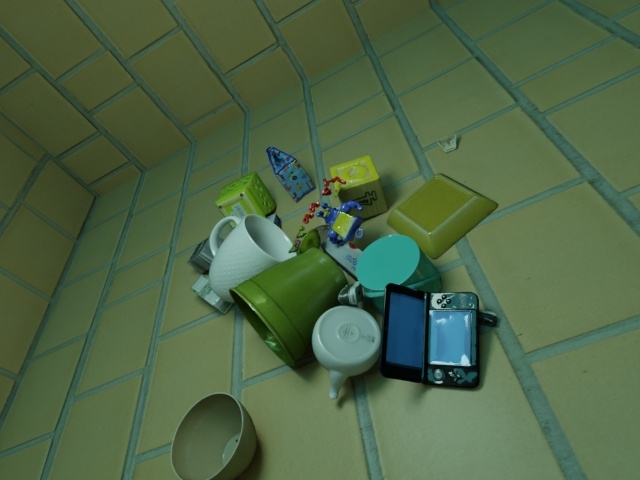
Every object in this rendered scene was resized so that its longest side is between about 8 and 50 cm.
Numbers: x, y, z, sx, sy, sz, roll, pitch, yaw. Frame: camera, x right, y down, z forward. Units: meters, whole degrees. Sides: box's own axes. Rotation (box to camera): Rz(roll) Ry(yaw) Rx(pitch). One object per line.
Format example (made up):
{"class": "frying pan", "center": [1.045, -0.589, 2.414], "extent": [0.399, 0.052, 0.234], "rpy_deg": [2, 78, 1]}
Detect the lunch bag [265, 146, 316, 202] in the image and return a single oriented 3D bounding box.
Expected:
{"class": "lunch bag", "center": [-0.180, -0.375, 2.373], "extent": [0.138, 0.221, 0.293], "rpy_deg": [-38, 40, 0]}

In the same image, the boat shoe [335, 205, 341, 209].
{"class": "boat shoe", "center": [0.097, -0.147, 2.101], "extent": [0.100, 0.035, 0.035], "rpy_deg": [-15, 47, 34]}

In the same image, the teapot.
{"class": "teapot", "center": [0.086, 0.356, 1.523], "extent": [0.256, 0.187, 0.252], "rpy_deg": [-22, 55, -23]}

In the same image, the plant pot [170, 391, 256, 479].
{"class": "plant pot", "center": [-0.323, 0.681, 1.492], "extent": [0.284, 0.191, 0.284], "rpy_deg": [-20, 43, 20]}

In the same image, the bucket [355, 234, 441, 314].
{"class": "bucket", "center": [0.271, 0.127, 1.594], "extent": [0.281, 0.183, 0.281], "rpy_deg": [-21, 42, 21]}

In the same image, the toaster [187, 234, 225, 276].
{"class": "toaster", "center": [-0.581, 0.074, 2.289], "extent": [0.168, 0.110, 0.185], "rpy_deg": [-27, 33, 47]}

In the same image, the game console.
{"class": "game console", "center": [0.335, 0.282, 1.355], "extent": [0.250, 0.173, 0.292], "rpy_deg": [-6, 67, 32]}

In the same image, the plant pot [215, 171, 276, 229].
{"class": "plant pot", "center": [-0.393, -0.187, 2.303], "extent": [0.227, 0.228, 0.207], "rpy_deg": [-23, 23, 18]}

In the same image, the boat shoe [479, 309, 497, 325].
{"class": "boat shoe", "center": [0.498, 0.245, 1.426], "extent": [0.125, 0.046, 0.038], "rpy_deg": [9, 53, 31]}

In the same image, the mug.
{"class": "mug", "center": [-0.336, 0.063, 1.896], "extent": [0.328, 0.276, 0.374], "rpy_deg": [-45, 69, 21]}

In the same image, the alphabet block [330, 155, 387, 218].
{"class": "alphabet block", "center": [0.169, -0.225, 1.970], "extent": [0.194, 0.197, 0.192], "rpy_deg": [-19, 42, 4]}

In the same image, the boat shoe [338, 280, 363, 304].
{"class": "boat shoe", "center": [0.109, 0.189, 1.602], "extent": [0.070, 0.219, 0.077], "rpy_deg": [-7, 86, 13]}

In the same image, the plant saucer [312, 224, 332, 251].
{"class": "plant saucer", "center": [0.000, 0.000, 2.035], "extent": [0.169, 0.029, 0.168], "rpy_deg": [-19, 43, 19]}

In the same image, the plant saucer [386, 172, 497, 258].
{"class": "plant saucer", "center": [0.462, -0.128, 1.780], "extent": [0.333, 0.081, 0.332], "rpy_deg": [-40, 40, -3]}

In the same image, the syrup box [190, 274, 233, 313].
{"class": "syrup box", "center": [-0.506, 0.252, 2.110], "extent": [0.237, 0.096, 0.093], "rpy_deg": [21, 68, 45]}

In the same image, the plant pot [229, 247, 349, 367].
{"class": "plant pot", "center": [-0.088, 0.219, 1.679], "extent": [0.353, 0.366, 0.367], "rpy_deg": [-38, 38, -19]}

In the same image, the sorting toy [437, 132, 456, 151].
{"class": "sorting toy", "center": [0.581, -0.435, 2.020], "extent": [0.083, 0.045, 0.075], "rpy_deg": [-19, 50, 20]}

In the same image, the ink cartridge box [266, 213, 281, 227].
{"class": "ink cartridge box", "center": [-0.359, 0.023, 2.183], "extent": [0.330, 0.071, 0.324], "rpy_deg": [-25, 26, 13]}

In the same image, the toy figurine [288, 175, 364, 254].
{"class": "toy figurine", "center": [0.061, -0.047, 1.759], "extent": [0.217, 0.191, 0.362], "rpy_deg": [31, 104, 18]}

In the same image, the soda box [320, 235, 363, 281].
{"class": "soda box", "center": [0.120, 0.074, 1.827], "extent": [0.098, 0.091, 0.286], "rpy_deg": [-42, 40, -6]}

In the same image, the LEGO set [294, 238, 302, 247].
{"class": "LEGO set", "center": [-0.150, 0.083, 2.014], "extent": [0.087, 0.093, 0.227], "rpy_deg": [-10, 47, 30]}
